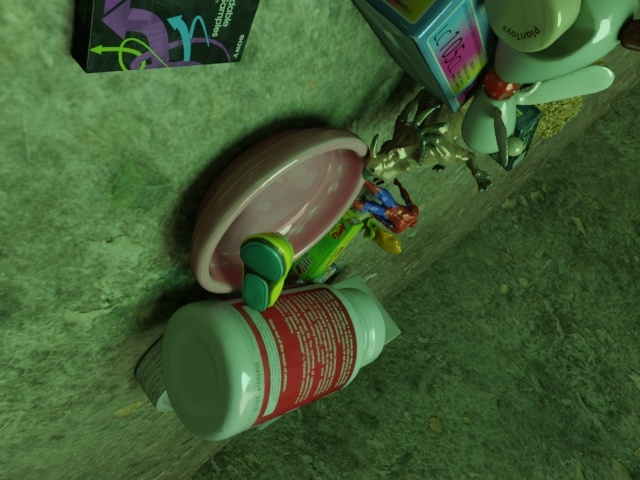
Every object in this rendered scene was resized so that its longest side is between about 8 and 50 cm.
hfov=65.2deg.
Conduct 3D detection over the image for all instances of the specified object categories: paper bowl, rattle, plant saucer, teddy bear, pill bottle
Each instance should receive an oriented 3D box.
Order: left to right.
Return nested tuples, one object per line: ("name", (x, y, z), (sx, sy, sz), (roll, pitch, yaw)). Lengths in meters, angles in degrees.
("paper bowl", (-0.242, 0.272, 1.099), (0.284, 0.148, 0.284), (-36, 162, -13))
("plant saucer", (-0.069, -0.054, 0.788), (0.332, 0.084, 0.332), (-36, 161, -14))
("pill bottle", (-0.066, 0.201, 0.950), (0.408, 0.229, 0.229), (-5, 141, -46))
("rattle", (0.083, 0.004, 1.163), (0.130, 0.142, 0.200), (-30, 176, 28))
("teddy bear", (0.561, -0.334, 1.166), (0.245, 0.113, 0.338), (-6, 152, -24))

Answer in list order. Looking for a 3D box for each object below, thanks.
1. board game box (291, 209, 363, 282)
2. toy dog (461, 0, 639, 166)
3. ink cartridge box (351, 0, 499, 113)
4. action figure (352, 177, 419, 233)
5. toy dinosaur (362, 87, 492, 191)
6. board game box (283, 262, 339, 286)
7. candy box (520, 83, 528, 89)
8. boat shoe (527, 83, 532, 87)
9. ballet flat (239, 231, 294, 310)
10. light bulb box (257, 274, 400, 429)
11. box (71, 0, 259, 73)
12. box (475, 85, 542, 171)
("board game box", (0.000, 0.000, 1.044), (0.043, 0.092, 0.181), (-18, 151, -53))
("toy dog", (0.269, -0.188, 0.564), (0.220, 0.161, 0.334), (-43, 163, 7))
("ink cartridge box", (0.228, -0.369, 0.565), (0.395, 0.151, 0.270), (-48, 161, 15))
("action figure", (0.125, -0.101, 1.104), (0.091, 0.139, 0.280), (-44, 140, 17))
("toy dinosaur", (0.191, -0.203, 0.819), (0.200, 0.127, 0.295), (34, 64, -38))
("board game box", (-0.037, 0.098, 1.292), (0.136, 0.035, 0.201), (-44, 163, 9))
("candy box", (0.441, -0.367, 1.162), (0.109, 0.053, 0.186), (-34, 162, -23))
("boat shoe", (0.562, -0.424, 1.235), (0.095, 0.079, 0.254), (-34, 160, -12))
("ballet flat", (-0.077, 0.031, 0.743), (0.077, 0.077, 0.231), (-56, 174, -30))
("light bulb box", (-0.025, 0.311, 1.448), (0.361, 0.225, 0.358), (-43, 164, 29))
("box", (-0.120, -0.202, 0.422), (0.162, 0.029, 0.116), (-26, 157, -43))
("box", (0.347, -0.253, 1.019), (0.059, 0.183, 0.233), (-43, 161, 3))
